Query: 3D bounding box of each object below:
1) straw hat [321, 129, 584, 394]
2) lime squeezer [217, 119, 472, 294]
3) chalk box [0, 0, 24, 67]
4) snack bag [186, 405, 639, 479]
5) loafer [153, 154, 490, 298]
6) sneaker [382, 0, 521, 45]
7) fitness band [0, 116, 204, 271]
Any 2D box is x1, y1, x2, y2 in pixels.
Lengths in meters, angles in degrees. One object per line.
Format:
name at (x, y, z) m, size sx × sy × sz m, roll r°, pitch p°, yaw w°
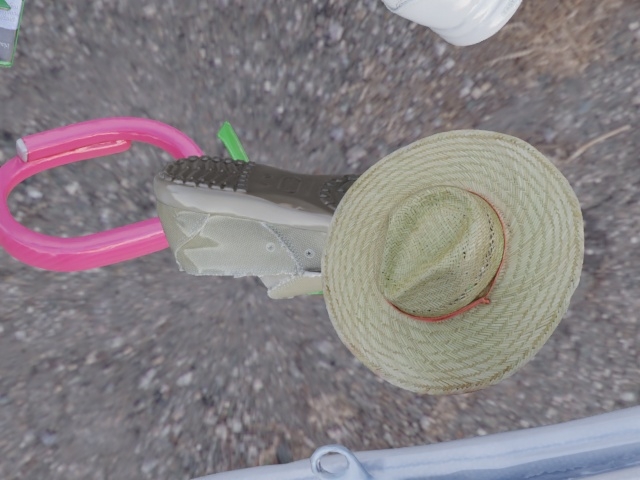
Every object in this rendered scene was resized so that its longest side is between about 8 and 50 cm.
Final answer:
straw hat at (0.057, 0.005, 0.628) m, size 0.145 × 0.061 × 0.144 m, roll -3°, pitch 81°, yaw 18°
lime squeezer at (0.009, 0.008, 1.270) m, size 0.310 × 0.059 × 0.110 m, roll 31°, pitch 85°, yaw -6°
chalk box at (-0.346, -0.237, 1.134) m, size 0.132 × 0.213 × 0.132 m, roll 8°, pitch 99°, yaw -38°
snack bag at (0.110, 0.108, 0.485) m, size 0.343 × 0.323 × 0.037 m, roll -15°, pitch 69°, yaw 33°
loafer at (0.000, 0.000, 0.985) m, size 0.269 × 0.102 × 0.092 m, roll 13°, pitch 118°, yaw 10°
sneaker at (0.129, -0.302, 0.950) m, size 0.152 × 0.114 × 0.305 m, roll 14°, pitch 104°, yaw -35°
fitness band at (-0.283, -0.064, 1.619) m, size 0.291 × 0.054 × 0.209 m, roll -17°, pitch 55°, yaw -23°
